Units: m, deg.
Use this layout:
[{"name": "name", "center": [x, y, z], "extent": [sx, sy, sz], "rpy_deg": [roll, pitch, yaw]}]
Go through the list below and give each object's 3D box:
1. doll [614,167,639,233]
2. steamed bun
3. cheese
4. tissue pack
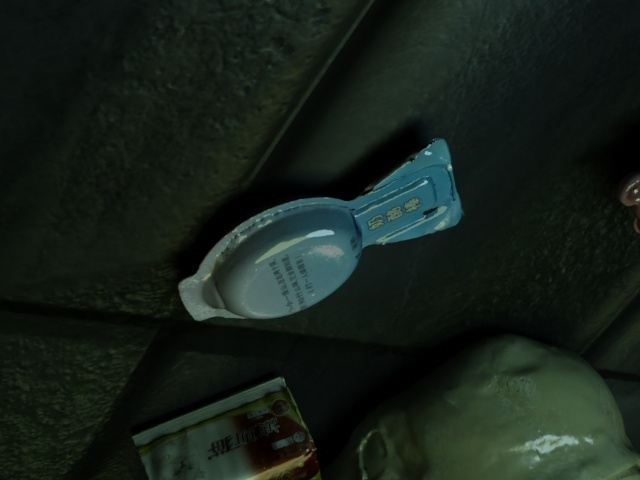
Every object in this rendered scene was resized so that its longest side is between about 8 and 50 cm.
[{"name": "doll", "center": [0.370, -0.062, 1.399], "extent": [0.262, 0.093, 0.211], "rpy_deg": [-17, 138, -20]}, {"name": "steamed bun", "center": [0.172, 0.268, 1.558], "extent": [0.324, 0.219, 0.310], "rpy_deg": [-34, 141, 9]}, {"name": "cheese", "center": [0.000, 0.000, 1.284], "extent": [0.245, 0.052, 0.135], "rpy_deg": [-25, 145, -4]}, {"name": "tissue pack", "center": [-0.081, 0.208, 1.435], "extent": [0.149, 0.099, 0.106], "rpy_deg": [-22, 142, -8]}]
